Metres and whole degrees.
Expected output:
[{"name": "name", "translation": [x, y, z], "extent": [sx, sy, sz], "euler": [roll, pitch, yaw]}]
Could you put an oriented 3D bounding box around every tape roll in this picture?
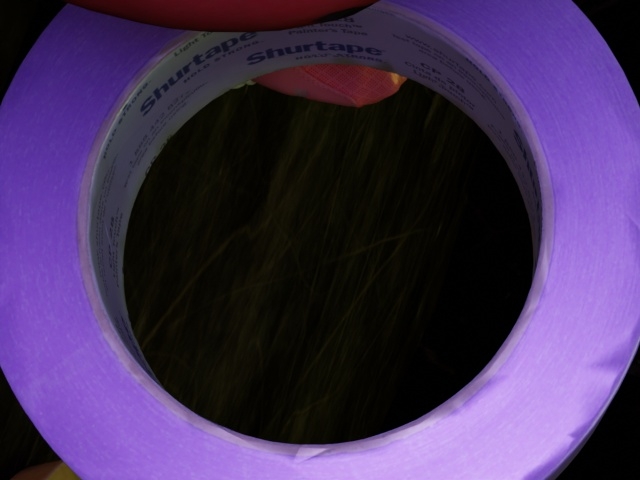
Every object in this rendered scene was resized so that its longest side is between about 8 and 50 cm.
[{"name": "tape roll", "translation": [0.000, 0.000, 0.823], "extent": [0.090, 0.274, 0.275], "euler": [71, 38, -76]}]

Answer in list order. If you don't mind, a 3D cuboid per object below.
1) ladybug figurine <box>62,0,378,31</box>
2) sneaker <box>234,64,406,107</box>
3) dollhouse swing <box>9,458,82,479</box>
[{"name": "ladybug figurine", "translation": [0.038, -0.196, 0.536], "extent": [0.305, 0.162, 0.449], "euler": [-9, -149, 50]}, {"name": "sneaker", "translation": [0.030, -0.216, 1.028], "extent": [0.116, 0.136, 0.314], "euler": [-50, 158, -72]}, {"name": "dollhouse swing", "translation": [-0.208, 0.334, 0.982], "extent": [0.315, 0.305, 0.347], "euler": [-30, -174, 17]}]
